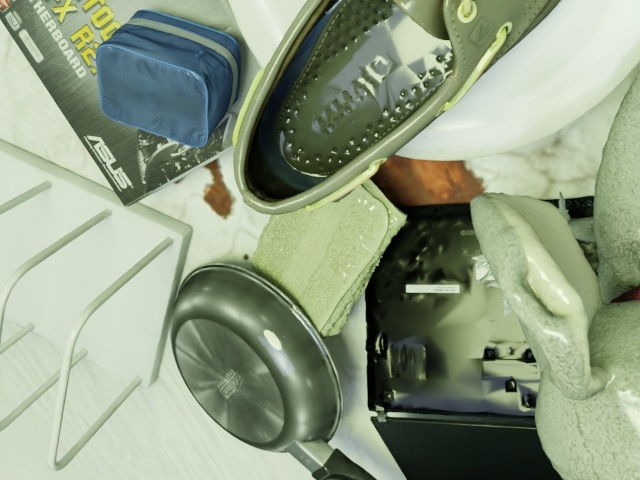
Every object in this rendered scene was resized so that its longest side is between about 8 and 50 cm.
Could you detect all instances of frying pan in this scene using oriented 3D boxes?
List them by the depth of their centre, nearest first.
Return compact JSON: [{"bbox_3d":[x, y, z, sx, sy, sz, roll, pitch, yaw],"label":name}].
[{"bbox_3d":[-0.037,0.169,0.721,0.197,0.053,0.326,-16,104,47],"label":"frying pan"}]

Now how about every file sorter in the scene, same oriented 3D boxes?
[{"bbox_3d":[-0.294,0.044,0.717,0.277,0.173,0.193,24,121,9],"label":"file sorter"}]

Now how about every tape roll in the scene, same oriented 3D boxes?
[{"bbox_3d":[0.078,-0.197,0.495,0.286,0.100,0.286,9,118,17],"label":"tape roll"}]

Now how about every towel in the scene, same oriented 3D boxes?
[{"bbox_3d":[0.000,0.000,0.645,0.110,0.027,0.148,45,127,23],"label":"towel"}]

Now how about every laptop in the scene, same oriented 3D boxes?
[{"bbox_3d":[0.167,0.102,0.659,0.234,0.136,0.264,-2,88,22],"label":"laptop"}]

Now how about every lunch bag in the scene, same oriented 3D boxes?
[{"bbox_3d":[-0.108,-0.118,0.562,0.098,0.065,0.067,21,135,9],"label":"lunch bag"}]

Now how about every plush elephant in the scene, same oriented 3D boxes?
[{"bbox_3d":[0.211,0.043,0.411,0.330,0.255,0.272,-19,121,33],"label":"plush elephant"}]

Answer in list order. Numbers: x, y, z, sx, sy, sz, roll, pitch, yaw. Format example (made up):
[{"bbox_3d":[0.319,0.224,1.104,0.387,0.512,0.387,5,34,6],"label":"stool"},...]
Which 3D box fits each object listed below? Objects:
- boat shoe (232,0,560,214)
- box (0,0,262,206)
[{"bbox_3d":[0.056,-0.126,0.425,0.109,0.091,0.305,41,122,-2],"label":"boat shoe"},{"bbox_3d":[-0.142,-0.164,0.623,0.183,0.056,0.231,-23,105,30],"label":"box"}]
